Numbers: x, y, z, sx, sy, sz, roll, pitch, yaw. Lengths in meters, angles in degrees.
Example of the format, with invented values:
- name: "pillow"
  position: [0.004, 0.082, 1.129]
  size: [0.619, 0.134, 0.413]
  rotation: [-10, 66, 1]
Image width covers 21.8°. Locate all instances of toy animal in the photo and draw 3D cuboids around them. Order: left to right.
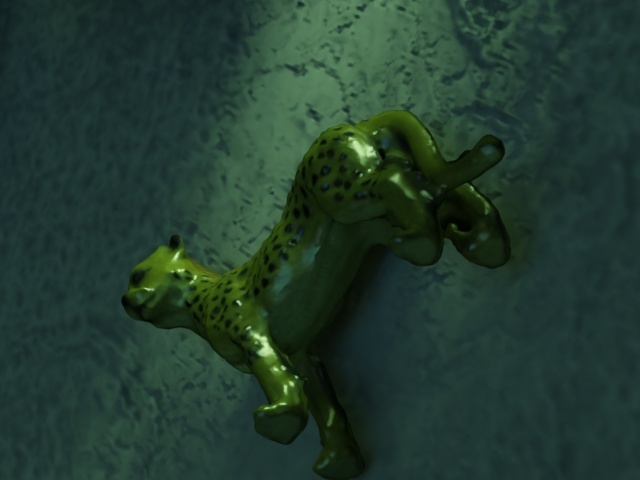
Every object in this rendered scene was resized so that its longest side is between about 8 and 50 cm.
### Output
- name: "toy animal"
  position: [0.000, 0.000, 0.719]
  size: [0.181, 0.073, 0.136]
  rotation: [-56, 45, 19]
